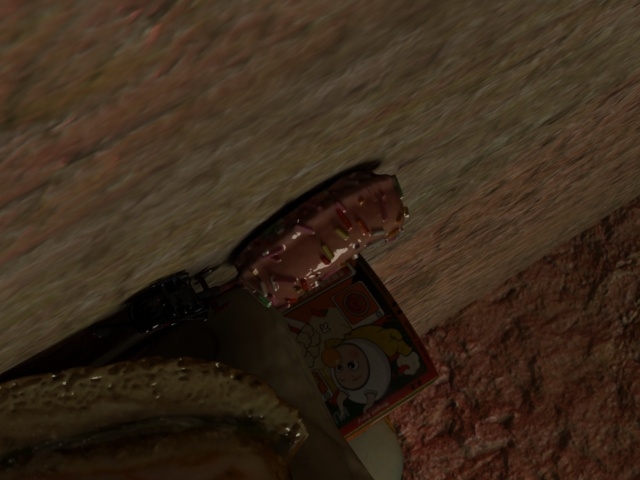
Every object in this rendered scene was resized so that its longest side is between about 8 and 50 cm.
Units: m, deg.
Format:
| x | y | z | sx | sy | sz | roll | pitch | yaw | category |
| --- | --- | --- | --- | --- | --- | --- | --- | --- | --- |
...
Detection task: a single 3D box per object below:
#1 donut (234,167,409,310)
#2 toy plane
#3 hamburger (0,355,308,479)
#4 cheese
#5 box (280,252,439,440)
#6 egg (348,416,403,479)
| x | y | z | sx | sy | sz | roll | pitch | yaw | category |
| --- | --- | --- | --- | --- | --- | --- | --- | --- | --- |
| 0.000 | 0.000 | 1.154 | 0.166 | 0.065 | 0.117 | -36 | 172 | 5 | donut |
| -0.116 | 0.053 | 1.118 | 0.060 | 0.037 | 0.145 | -35 | 171 | 36 | toy plane |
| -0.191 | 0.195 | 1.138 | 0.330 | 0.162 | 0.209 | -6 | 169 | -22 | hamburger |
| -0.110 | 0.266 | 1.282 | 0.328 | 0.351 | 0.129 | -33 | 165 | 11 | cheese |
| -0.013 | 0.136 | 1.467 | 0.195 | 0.177 | 0.148 | -28 | 170 | -31 | box |
| -0.073 | 0.227 | 1.625 | 0.337 | 0.201 | 0.337 | -15 | -150 | 9 | egg |
